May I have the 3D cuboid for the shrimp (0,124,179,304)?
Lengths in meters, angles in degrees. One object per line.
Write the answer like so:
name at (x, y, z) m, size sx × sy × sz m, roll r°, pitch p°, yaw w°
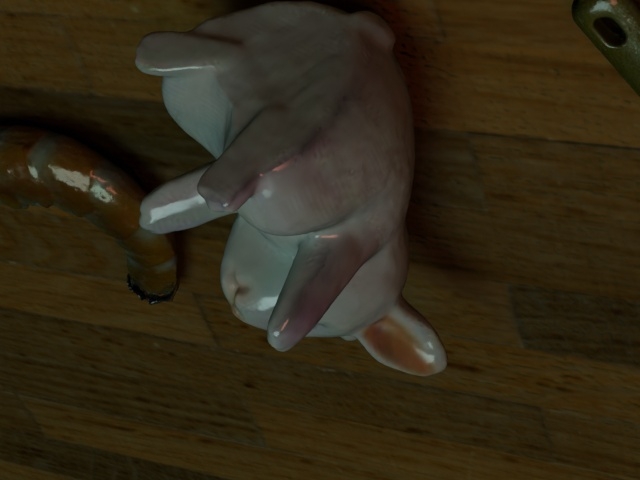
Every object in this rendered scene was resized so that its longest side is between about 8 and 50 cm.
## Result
shrimp at (-0.168, -0.016, 1.028) m, size 0.161 × 0.049 × 0.166 m, roll 5°, pitch 147°, yaw 28°

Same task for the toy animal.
toy animal at (-0.013, 0.001, 0.845) m, size 0.140 × 0.138 × 0.282 m, roll 49°, pitch 156°, yaw 38°

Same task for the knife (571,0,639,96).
knife at (0.245, -0.006, 0.760) m, size 0.061 × 0.027 × 0.343 m, roll -22°, pitch 122°, yaw 43°
